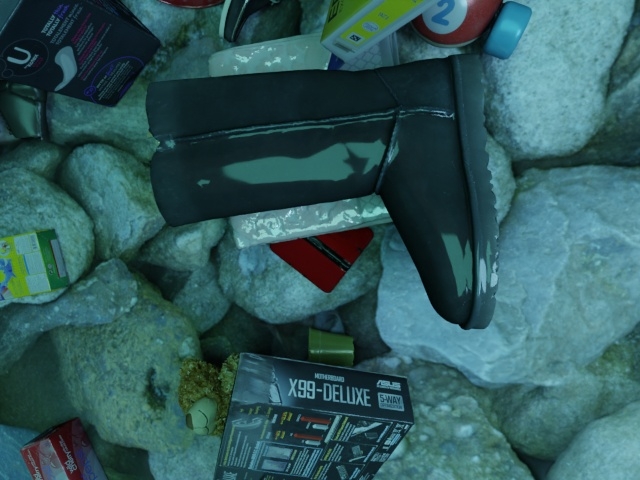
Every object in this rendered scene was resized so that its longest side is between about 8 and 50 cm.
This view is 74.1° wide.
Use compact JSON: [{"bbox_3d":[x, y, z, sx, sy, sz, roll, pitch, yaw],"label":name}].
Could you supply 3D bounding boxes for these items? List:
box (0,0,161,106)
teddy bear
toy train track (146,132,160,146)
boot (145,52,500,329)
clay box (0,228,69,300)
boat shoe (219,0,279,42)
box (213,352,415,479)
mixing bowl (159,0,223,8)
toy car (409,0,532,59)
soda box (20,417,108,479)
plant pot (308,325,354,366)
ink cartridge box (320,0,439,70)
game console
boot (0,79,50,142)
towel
[{"bbox_3d":[-0.419,-0.340,0.670,0.143,0.270,0.165,46,104,3],"label":"box"},{"bbox_3d":[-0.102,0.297,0.744,0.338,0.113,0.245,13,137,1],"label":"teddy bear"},{"bbox_3d":[-0.312,-0.220,0.795,0.048,0.014,0.083,-8,95,13],"label":"toy train track"},{"bbox_3d":[-0.014,-0.061,0.578,0.446,0.146,0.366,-2,78,5],"label":"boot"},{"bbox_3d":[-0.647,0.058,0.885,0.222,0.053,0.127,-10,95,15],"label":"clay box"},{"bbox_3d":[-0.090,-0.422,0.687,0.079,0.084,0.233,33,107,-13],"label":"boat shoe"},{"bbox_3d":[-0.029,0.309,0.648,0.243,0.076,0.307,11,127,-8],"label":"box"},{"bbox_3d":[-0.224,-0.470,0.670,0.182,0.181,0.098,0,85,12],"label":"mixing bowl"},{"bbox_3d":[0.198,-0.391,0.534,0.219,0.238,0.210,25,88,8],"label":"toy car"},{"bbox_3d":[-0.525,0.527,0.906,0.092,0.083,0.263,-24,92,14],"label":"soda box"},{"bbox_3d":[0.018,0.195,0.752,0.079,0.083,0.083,2,98,-1],"label":"plant pot"},{"bbox_3d":[0.088,-0.391,0.516,0.072,0.307,0.303,16,85,-29],"label":"ink cartridge box"},{"bbox_3d":[0.000,0.000,0.758,0.144,0.085,0.124,38,72,5],"label":"game console"},{"bbox_3d":[-0.630,-0.264,0.831,0.198,0.077,0.137,5,104,13],"label":"boot"},{"bbox_3d":[-0.015,-0.171,0.687,0.317,0.053,0.331,-9,86,10],"label":"towel"}]
